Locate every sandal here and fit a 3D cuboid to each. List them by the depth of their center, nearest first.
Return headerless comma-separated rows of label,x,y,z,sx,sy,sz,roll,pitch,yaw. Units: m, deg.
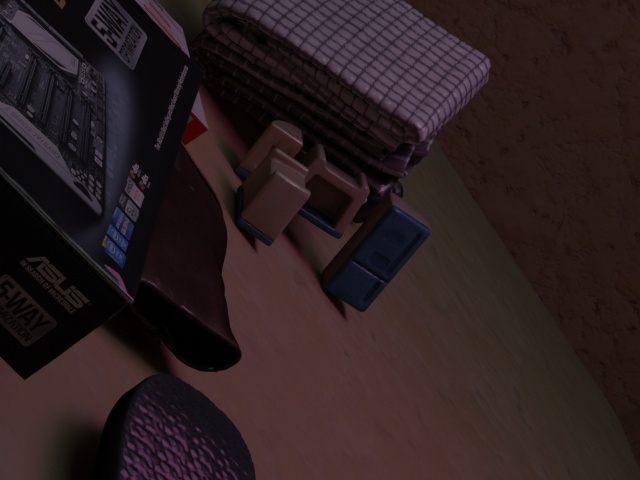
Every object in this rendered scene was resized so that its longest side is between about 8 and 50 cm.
sandal,-0.097,0.153,0.792,0.097,0.054,0.254,48,23,-13

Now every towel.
towel,0.023,-0.193,1.647,0.284,0.121,0.235,34,37,5

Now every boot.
boot,-0.135,-0.045,1.015,0.248,0.090,0.207,49,15,-41

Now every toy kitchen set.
toy kitchen set,0.000,0.000,1.502,0.207,0.122,0.166,33,20,-17

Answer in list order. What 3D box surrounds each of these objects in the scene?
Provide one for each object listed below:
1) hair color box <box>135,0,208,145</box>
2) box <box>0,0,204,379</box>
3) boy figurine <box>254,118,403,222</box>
hair color box,-0.156,-0.160,1.323,0.093,0.053,0.167,48,17,-39
box,-0.184,-0.103,0.803,0.242,0.076,0.307,48,19,-19
boy figurine,0.009,-0.120,1.820,0.285,0.092,0.177,40,22,-56
